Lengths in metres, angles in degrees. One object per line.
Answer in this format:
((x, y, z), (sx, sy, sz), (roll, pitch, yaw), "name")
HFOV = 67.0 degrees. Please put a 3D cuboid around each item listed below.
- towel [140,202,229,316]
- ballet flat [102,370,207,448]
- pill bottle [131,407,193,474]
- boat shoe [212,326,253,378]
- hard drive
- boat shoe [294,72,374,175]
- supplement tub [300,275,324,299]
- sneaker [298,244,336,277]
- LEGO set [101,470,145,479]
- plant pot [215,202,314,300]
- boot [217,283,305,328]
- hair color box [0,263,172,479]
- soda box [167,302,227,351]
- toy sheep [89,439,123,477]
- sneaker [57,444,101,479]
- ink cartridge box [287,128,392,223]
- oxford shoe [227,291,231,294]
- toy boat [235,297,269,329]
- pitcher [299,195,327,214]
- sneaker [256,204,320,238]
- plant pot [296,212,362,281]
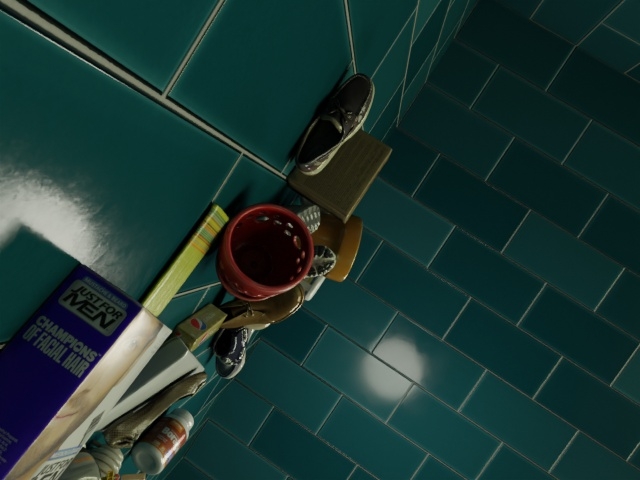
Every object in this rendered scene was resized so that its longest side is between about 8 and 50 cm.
((-0.255, 0.037, 0.905), (0.237, 0.021, 0.102), (-55, 171, -11), "towel")
((-0.339, 0.361, 1.036), (0.250, 0.058, 0.084), (-26, 163, -48), "ballet flat")
((-0.527, 0.672, 1.644), (0.121, 0.121, 0.216), (-59, 175, 25), "pill bottle")
((-0.350, 0.409, 1.789), (0.158, 0.127, 0.340), (-35, 150, -59), "boat shoe")
((-0.373, 0.321, 1.046), (0.233, 0.047, 0.353), (-36, 168, -19), "hard drive")
((0.034, -0.283, 1.176), (0.285, 0.103, 0.092), (-51, 180, 5), "boat shoe")
((-0.090, 0.133, 1.950), (0.144, 0.200, 0.144), (-55, 175, -8), "supplement tub")
((-0.096, 0.068, 1.308), (0.110, 0.275, 0.107), (-170, -104, -87), "sneaker")
((-0.506, 0.537, 0.984), (0.287, 0.132, 0.107), (-29, 167, -27), "LEGO set")
((-0.130, 0.033, 1.051), (0.191, 0.191, 0.174), (-54, -172, -25), "plant pot")
((-0.188, 0.195, 1.376), (0.305, 0.112, 0.115), (-20, 172, 21), "boot")
((-0.351, 0.212, 0.614), (0.338, 0.110, 0.185), (-57, 174, -20), "hair color box")
((-0.313, 0.225, 1.247), (0.058, 0.061, 0.181), (-57, 174, 17), "soda box")
((-0.493, 0.502, 1.089), (0.091, 0.091, 0.132), (-61, -178, 38), "toy sheep")
((-0.469, 0.426, 0.748), (0.271, 0.108, 0.100), (-37, 166, -46), "sneaker")
((0.053, -0.197, 1.329), (0.234, 0.193, 0.088), (-55, 175, -10), "ink cartridge box")
((-0.142, 0.055, 1.516), (0.169, 0.130, 0.449), (-19, -174, 37), "oxford shoe")
((-0.217, 0.199, 1.708), (0.231, 0.151, 0.151), (-56, -156, -12), "toy boat")
((0.000, -0.125, 1.557), (0.207, 0.126, 0.177), (-59, 154, -73), "pitcher")
((-0.120, -0.030, 1.265), (0.281, 0.115, 0.105), (-20, 113, -52), "sneaker")
((0.000, 0.000, 1.442), (0.205, 0.188, 0.205), (-163, -90, -81), "plant pot")
